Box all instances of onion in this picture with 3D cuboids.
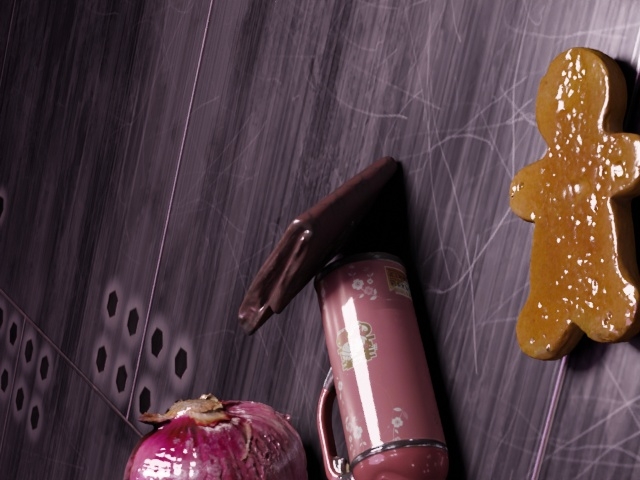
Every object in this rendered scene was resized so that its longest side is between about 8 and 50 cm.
[{"bbox_3d":[-0.103,0.367,1.777,0.159,0.267,0.348,3,102,35],"label":"onion"}]

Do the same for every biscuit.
[{"bbox_3d":[0.258,-0.040,1.398,0.197,0.049,0.301,-17,70,53],"label":"biscuit"}]

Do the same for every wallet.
[{"bbox_3d":[0.000,0.000,1.700,0.049,0.229,0.182,38,128,8],"label":"wallet"}]

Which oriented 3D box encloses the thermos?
[{"bbox_3d":[0.061,0.185,1.606,0.109,0.136,0.330,81,178,-62],"label":"thermos"}]
